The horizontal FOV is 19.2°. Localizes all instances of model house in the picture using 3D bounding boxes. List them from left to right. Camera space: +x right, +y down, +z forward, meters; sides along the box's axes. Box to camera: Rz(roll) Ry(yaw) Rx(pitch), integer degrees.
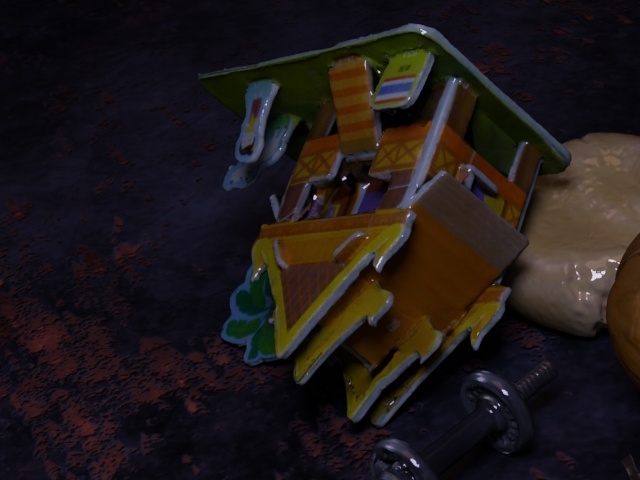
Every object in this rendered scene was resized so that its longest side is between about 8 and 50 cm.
[{"bbox_3d":[0.000,0.000,1.749,0.357,0.242,0.313,-4,54,47],"label":"model house"}]

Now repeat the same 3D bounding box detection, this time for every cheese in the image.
[{"bbox_3d":[0.260,-0.002,1.795,0.214,0.117,0.226,-25,35,-7],"label":"cheese"}]

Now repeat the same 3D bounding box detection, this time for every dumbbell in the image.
[{"bbox_3d":[0.111,0.173,1.587,0.254,0.081,0.081,-35,35,-31],"label":"dumbbell"}]

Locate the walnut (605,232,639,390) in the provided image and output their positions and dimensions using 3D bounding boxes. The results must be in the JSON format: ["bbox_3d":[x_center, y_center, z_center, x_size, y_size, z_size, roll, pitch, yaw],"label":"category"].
[{"bbox_3d":[0.354,0.061,1.581,0.225,0.193,0.193,1,33,18],"label":"walnut"}]

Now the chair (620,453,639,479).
[{"bbox_3d":[0.168,0.310,1.261,0.170,0.160,0.326,-11,34,4],"label":"chair"}]
